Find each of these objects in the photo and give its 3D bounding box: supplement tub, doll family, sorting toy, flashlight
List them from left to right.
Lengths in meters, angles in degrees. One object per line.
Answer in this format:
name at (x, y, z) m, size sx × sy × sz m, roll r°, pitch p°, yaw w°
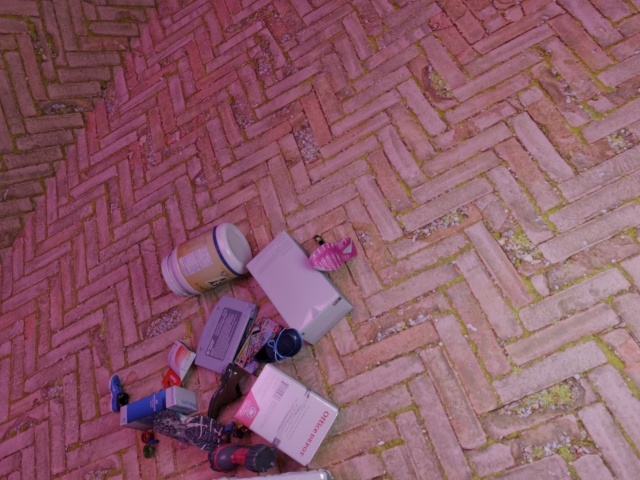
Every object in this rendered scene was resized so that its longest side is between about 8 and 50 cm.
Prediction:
sorting toy at (-0.653, 0.780, 2.036) m, size 0.061 × 0.042 × 0.102 m, roll -31°, pitch 66°, yaw 29°
supplement tub at (-0.462, 0.084, 2.161) m, size 0.316 × 0.228 × 0.228 m, roll -25°, pitch 57°, yaw 15°
flashlight at (-0.264, 0.718, 1.743) m, size 0.304 × 0.103 × 0.103 m, roll -24°, pitch 48°, yaw 51°
doll family at (-0.273, 0.645, 1.844) m, size 0.193 × 0.111 × 0.076 m, roll -41°, pitch 97°, yaw 7°

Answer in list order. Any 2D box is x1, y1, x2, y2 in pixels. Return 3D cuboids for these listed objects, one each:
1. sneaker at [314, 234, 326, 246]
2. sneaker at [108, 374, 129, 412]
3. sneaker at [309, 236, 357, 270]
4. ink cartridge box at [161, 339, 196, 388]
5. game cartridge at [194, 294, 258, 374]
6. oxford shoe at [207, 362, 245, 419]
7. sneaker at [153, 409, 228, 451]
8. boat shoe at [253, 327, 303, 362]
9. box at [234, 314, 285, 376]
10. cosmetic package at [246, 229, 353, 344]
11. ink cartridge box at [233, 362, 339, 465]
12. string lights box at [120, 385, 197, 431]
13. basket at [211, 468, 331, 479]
sneaker at (0.000, 0.000, 2.079) m, size 0.031 × 0.035 × 0.083 m, roll -46°, pitch 54°, yaw -1°
sneaker at (-0.828, 0.625, 2.185) m, size 0.084 × 0.058 × 0.152 m, roll -19°, pitch 63°, yaw 25°
sneaker at (0.030, 0.063, 1.936) m, size 0.111 × 0.252 × 0.103 m, roll -24°, pitch 84°, yaw 35°
ink cartridge box at (-0.578, 0.500, 2.100) m, size 0.145 × 0.045 × 0.179 m, roll 16°, pitch 73°, yaw 54°
game cartridge at (-0.376, 0.369, 2.083) m, size 0.196 × 0.060 × 0.294 m, roll 12°, pitch 72°, yaw 28°
oxford shoe at (-0.346, 0.573, 1.947) m, size 0.096 × 0.083 × 0.227 m, roll 27°, pitch 97°, yaw 1°
sneaker at (-0.463, 0.697, 1.940) m, size 0.283 × 0.122 × 0.110 m, roll 17°, pitch 60°, yaw 10°
boat shoe at (-0.147, 0.385, 1.833) m, size 0.109 × 0.089 × 0.258 m, roll 58°, pitch 139°, yaw 15°
box at (-0.227, 0.396, 2.001) m, size 0.114 × 0.036 × 0.207 m, roll 23°, pitch 78°, yaw 34°
cosmetic package at (-0.082, 0.170, 1.968) m, size 0.217 × 0.156 × 0.385 m, roll -42°, pitch 55°, yaw 4°
ink cartridge box at (-0.107, 0.567, 1.744) m, size 0.283 × 0.117 × 0.207 m, roll 31°, pitch 82°, yaw 10°
string lights box at (-0.616, 0.644, 2.020) m, size 0.259 × 0.133 × 0.077 m, roll -24°, pitch 54°, yaw 15°
basket at (-0.124, 0.811, 1.526) m, size 0.331 × 0.328 × 0.267 m, roll -6°, pitch 67°, yaw 0°
